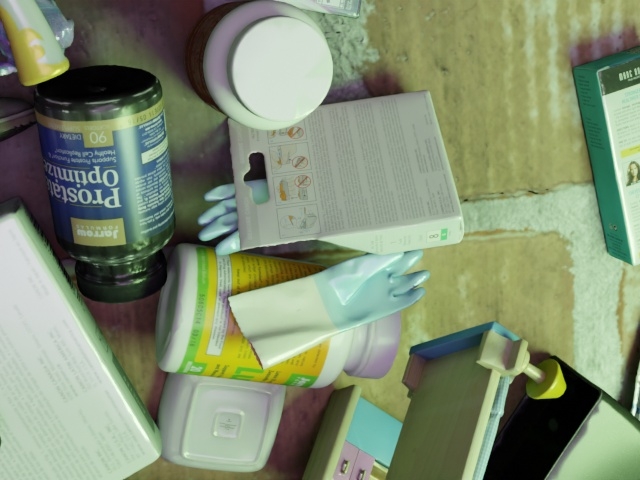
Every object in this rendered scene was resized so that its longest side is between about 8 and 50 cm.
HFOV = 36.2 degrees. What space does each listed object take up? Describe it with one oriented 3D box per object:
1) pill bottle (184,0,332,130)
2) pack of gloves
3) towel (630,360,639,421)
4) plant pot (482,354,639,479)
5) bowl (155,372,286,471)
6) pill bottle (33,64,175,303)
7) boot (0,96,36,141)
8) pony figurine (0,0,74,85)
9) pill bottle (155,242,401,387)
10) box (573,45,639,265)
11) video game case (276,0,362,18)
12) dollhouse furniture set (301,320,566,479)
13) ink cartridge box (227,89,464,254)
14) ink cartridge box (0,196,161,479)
[{"bbox_3d":[-0.060,-0.171,0.948,0.121,0.216,0.121,-3,104,-14],"label":"pill bottle"},{"bbox_3d":[0.000,0.000,1.009,0.232,0.046,0.195,-20,74,-29],"label":"pack of gloves"},{"bbox_3d":[0.493,0.230,1.269,0.209,0.034,0.285,9,90,-18],"label":"towel"},{"bbox_3d":[0.316,0.272,1.156,0.167,0.187,0.188,31,93,-7],"label":"plant pot"},{"bbox_3d":[-0.110,0.199,1.110,0.142,0.053,0.142,11,99,-16],"label":"bowl"},{"bbox_3d":[-0.209,-0.054,0.976,0.122,0.123,0.219,-9,118,-13],"label":"pill bottle"},{"bbox_3d":[-0.386,-0.183,0.938,0.189,0.076,0.209,-20,92,-32],"label":"boot"},{"bbox_3d":[-0.350,-0.285,0.795,0.351,0.303,0.363,-27,115,-14],"label":"pony figurine"},{"bbox_3d":[-0.045,0.087,1.056,0.245,0.136,0.136,9,100,-17],"label":"pill bottle"},{"bbox_3d":[0.379,-0.101,1.169,0.100,0.060,0.244,-19,107,-11],"label":"box"},{"bbox_3d":[-0.075,-0.349,1.005,0.274,0.026,0.196,6,101,-18],"label":"video game case"},{"bbox_3d":[0.135,0.277,1.022,0.198,0.303,0.286,34,56,-19],"label":"dollhouse furniture set"},{"bbox_3d":[0.023,-0.065,1.031,0.224,0.181,0.056,-9,145,1],"label":"ink cartridge box"},{"bbox_3d":[-0.405,0.179,1.009,0.385,0.091,0.308,-28,108,-5],"label":"ink cartridge box"}]
